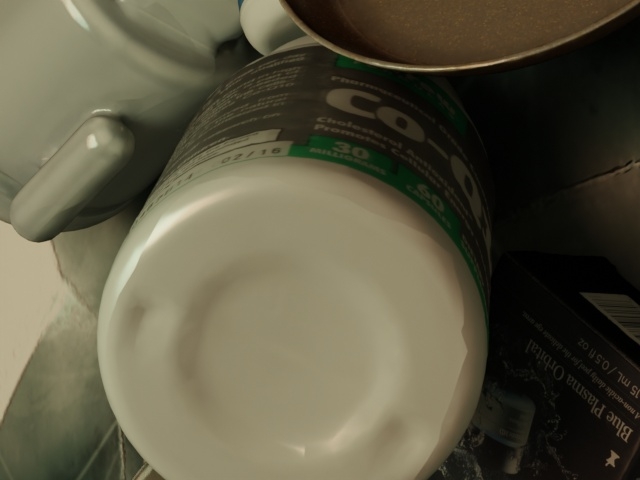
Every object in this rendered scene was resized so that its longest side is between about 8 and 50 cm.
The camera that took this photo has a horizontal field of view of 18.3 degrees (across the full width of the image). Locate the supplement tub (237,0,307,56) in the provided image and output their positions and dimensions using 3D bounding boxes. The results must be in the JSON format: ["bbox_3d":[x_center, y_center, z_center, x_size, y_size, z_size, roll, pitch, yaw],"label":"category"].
[{"bbox_3d":[0.004,-0.234,1.361,0.144,0.144,0.200,-28,64,45],"label":"supplement tub"}]

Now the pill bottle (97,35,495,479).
[{"bbox_3d":[0.000,0.000,1.169,0.361,0.204,0.204,-76,9,-69],"label":"pill bottle"}]

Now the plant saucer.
[{"bbox_3d":[0.117,-0.209,1.196,0.310,0.050,0.310,-15,49,19],"label":"plant saucer"}]

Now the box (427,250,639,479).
[{"bbox_3d":[0.153,0.113,1.183,0.156,0.093,0.158,44,119,43],"label":"box"}]

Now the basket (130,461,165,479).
[{"bbox_3d":[-0.030,0.261,1.345,0.227,0.154,0.204,43,119,40],"label":"basket"}]

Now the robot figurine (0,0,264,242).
[{"bbox_3d":[-0.175,-0.137,1.519,0.353,0.200,0.300,-40,29,40],"label":"robot figurine"}]
